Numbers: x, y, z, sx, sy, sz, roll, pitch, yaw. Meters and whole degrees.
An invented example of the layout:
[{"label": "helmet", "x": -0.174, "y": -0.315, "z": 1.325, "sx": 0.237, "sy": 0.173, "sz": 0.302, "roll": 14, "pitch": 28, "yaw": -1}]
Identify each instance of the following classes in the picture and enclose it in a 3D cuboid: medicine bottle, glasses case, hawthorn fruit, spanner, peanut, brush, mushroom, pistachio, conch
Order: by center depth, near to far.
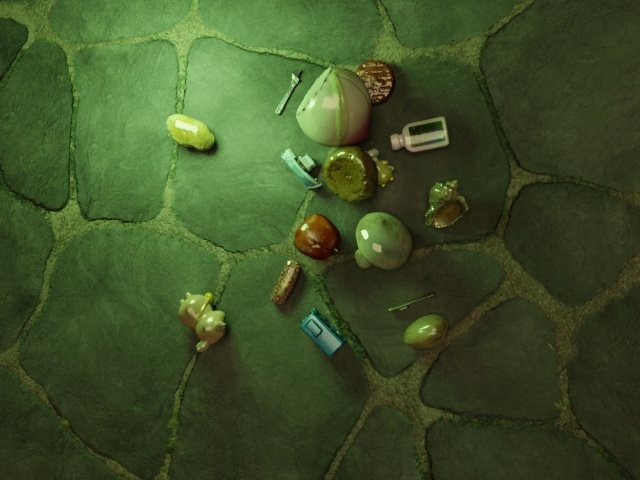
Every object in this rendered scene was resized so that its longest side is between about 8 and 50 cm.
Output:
[{"label": "conch", "x": 0.474, "y": -0.133, "z": 1.825, "sx": 0.155, "sy": 0.130, "sz": 0.207, "roll": 35, "pitch": 110, "yaw": 23}, {"label": "pistachio", "x": 0.403, "y": 0.354, "z": 1.841, "sx": 0.185, "sy": 0.108, "sz": 0.126, "roll": -29, "pitch": 60, "yaw": 17}, {"label": "mushroom", "x": 0.227, "y": 0.022, "z": 1.850, "sx": 0.243, "sy": 0.243, "sz": 0.244, "roll": 0, "pitch": 88, "yaw": 12}, {"label": "medicine bottle", "x": 0.385, "y": -0.403, "z": 1.875, "sx": 0.219, "sy": 0.078, "sz": 0.115, "roll": -10, "pitch": 88, "yaw": 11}, {"label": "brush", "x": 0.360, "y": 0.248, "z": 1.887, "sx": 0.190, "sy": 0.034, "sz": 0.028, "roll": -23, "pitch": 94, "yaw": 10}, {"label": "hawthorn fruit", "x": 0.000, "y": 0.000, "z": 1.894, "sx": 0.200, "sy": 0.179, "sz": 0.179, "roll": 38, "pitch": 96, "yaw": 8}, {"label": "glasses case", "x": -0.142, "y": 0.175, "z": 1.982, "sx": 0.073, "sy": 0.049, "sz": 0.195, "roll": 25, "pitch": 94, "yaw": 11}, {"label": "spanner", "x": -0.135, "y": -0.625, "z": 2.022, "sx": 0.046, "sy": 0.012, "sz": 0.209, "roll": 30, "pitch": 95, "yaw": 11}, {"label": "peanut", "x": -0.556, "y": -0.458, "z": 2.048, "sx": 0.224, "sy": 0.129, "sz": 0.129, "roll": 22, "pitch": 93, "yaw": 11}]

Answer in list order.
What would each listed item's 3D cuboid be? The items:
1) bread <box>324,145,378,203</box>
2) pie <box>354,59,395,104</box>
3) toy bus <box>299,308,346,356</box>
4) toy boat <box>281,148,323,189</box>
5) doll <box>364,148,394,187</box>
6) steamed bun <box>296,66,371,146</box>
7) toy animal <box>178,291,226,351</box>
[{"label": "bread", "x": 0.125, "y": -0.261, "z": 1.874, "sx": 0.229, "sy": 0.123, "sz": 0.230, "roll": 20, "pitch": 130, "yaw": 25}, {"label": "pie", "x": 0.211, "y": -0.636, "z": 1.933, "sx": 0.182, "sy": 0.049, "sz": 0.183, "roll": -1, "pitch": 86, "yaw": 11}, {"label": "toy bus", "x": 0.007, "y": 0.366, "z": 1.919, "sx": 0.184, "sy": 0.106, "sz": 0.090, "roll": 43, "pitch": 99, "yaw": 10}, {"label": "toy boat", "x": -0.063, "y": -0.300, "z": 1.960, "sx": 0.102, "sy": 0.088, "sz": 0.215, "roll": -39, "pitch": 80, "yaw": 4}, {"label": "doll", "x": 0.224, "y": -0.291, "z": 1.914, "sx": 0.106, "sy": 0.062, "sz": 0.163, "roll": -37, "pitch": 84, "yaw": 10}, {"label": "steamed bun", "x": 0.079, "y": -0.487, "z": 1.849, "sx": 0.309, "sy": 0.309, "sz": 0.310, "roll": 0, "pitch": 88, "yaw": 12}, {"label": "toy animal", "x": -0.492, "y": 0.320, "z": 2.009, "sx": 0.248, "sy": 0.149, "sz": 0.165, "roll": 43, "pitch": 112, "yaw": 21}]
